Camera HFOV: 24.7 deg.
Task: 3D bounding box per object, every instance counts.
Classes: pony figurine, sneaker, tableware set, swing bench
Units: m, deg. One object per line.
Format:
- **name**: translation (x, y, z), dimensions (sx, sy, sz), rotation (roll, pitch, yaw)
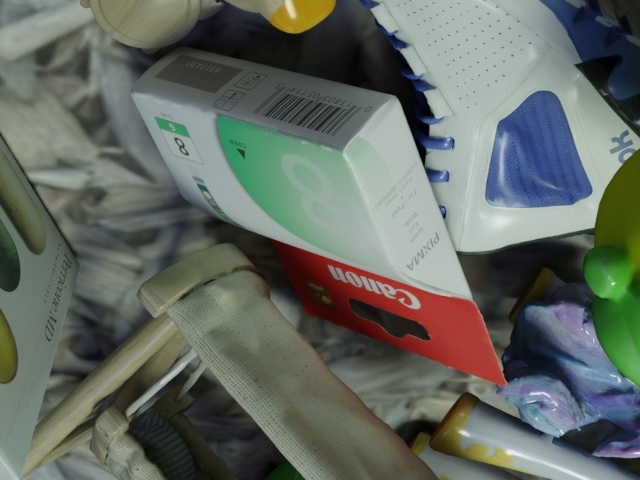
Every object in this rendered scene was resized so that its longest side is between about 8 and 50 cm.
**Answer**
- **pony figurine**: translation (0.252, 0.182, 0.943), dimensions (0.363, 0.303, 0.351), rotation (34, 126, 4)
- **sneaker**: translation (0.085, -0.086, 0.797), dimensions (0.315, 0.127, 0.182), rotation (31, 122, -23)
- **tableware set**: translation (-0.114, -0.184, 0.797), dimensions (0.168, 0.020, 0.141), rotation (29, 126, -20)
- **swing bench**: translation (-0.043, 0.165, 0.916), dimensions (0.253, 0.165, 0.255), rotation (49, 123, 9)

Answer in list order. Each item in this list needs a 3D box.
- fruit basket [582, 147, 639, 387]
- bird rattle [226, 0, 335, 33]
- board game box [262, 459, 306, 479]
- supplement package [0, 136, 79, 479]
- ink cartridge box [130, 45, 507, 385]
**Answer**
- **fruit basket**: translation (0.309, -0.021, 0.681), dimensions (0.283, 0.392, 0.392), rotation (24, 135, 25)
- **bird rattle**: translation (-0.072, -0.195, 0.655), dimensions (0.143, 0.253, 0.207), rotation (-40, 138, -23)
- **board game box**: translation (-0.019, 0.324, 1.152), dimensions (0.242, 0.064, 0.316), rotation (36, 125, -14)
- **supplement package**: translation (-0.298, 0.003, 0.842), dimensions (0.198, 0.199, 0.263), rotation (-15, 127, 15)
- **ink cartridge box**: translation (0.000, 0.000, 0.857), dimensions (0.181, 0.056, 0.225), rotation (18, 142, 43)
